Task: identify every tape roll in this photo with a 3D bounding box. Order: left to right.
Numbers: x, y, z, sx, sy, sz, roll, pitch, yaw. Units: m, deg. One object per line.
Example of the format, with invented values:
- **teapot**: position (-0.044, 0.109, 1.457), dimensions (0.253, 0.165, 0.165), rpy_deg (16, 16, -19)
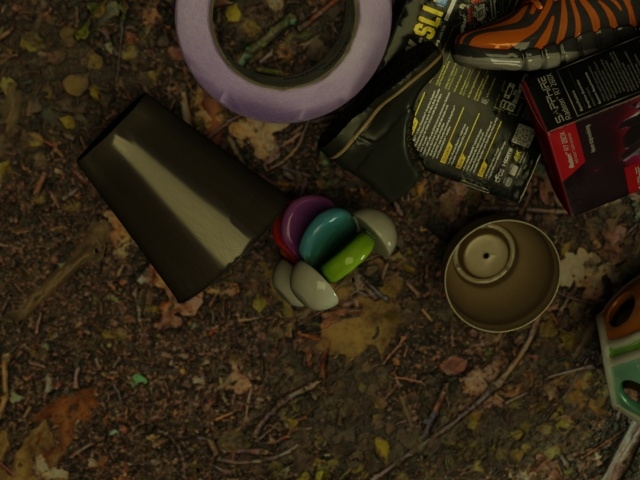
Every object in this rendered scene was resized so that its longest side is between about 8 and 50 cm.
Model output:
- **tape roll**: position (-0.050, -0.292, 1.610), dimensions (0.274, 0.090, 0.275), rpy_deg (-2, 107, -7)

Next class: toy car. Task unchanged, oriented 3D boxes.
- **toy car**: position (0.000, 0.000, 1.665), dimensions (0.159, 0.182, 0.136), rpy_deg (-41, 103, -13)

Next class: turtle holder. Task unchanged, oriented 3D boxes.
- **turtle holder**: position (0.517, 0.170, 1.783), dimensions (0.227, 0.243, 0.320), rpy_deg (-11, 149, 11)

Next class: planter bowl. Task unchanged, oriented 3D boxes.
- **planter bowl**: position (0.239, 0.034, 1.741), dimensions (0.162, 0.109, 0.162), rpy_deg (-2, 107, -7)

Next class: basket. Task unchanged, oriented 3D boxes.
- **basket**: position (-0.191, -0.068, 1.633), dimensions (0.204, 0.154, 0.227), rpy_deg (-42, 104, 5)

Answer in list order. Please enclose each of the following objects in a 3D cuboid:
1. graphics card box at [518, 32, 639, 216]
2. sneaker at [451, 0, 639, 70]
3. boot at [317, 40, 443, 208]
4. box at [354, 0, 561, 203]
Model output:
- **graphics card box**: position (0.453, -0.178, 1.574), dimensions (0.370, 0.094, 0.233), rpy_deg (-22, 149, 7)
- **sneaker**: position (0.307, -0.314, 1.568), dimensions (0.321, 0.124, 0.180), rpy_deg (-12, 105, -16)
- **boot**: position (0.112, -0.147, 1.614), dimensions (0.198, 0.077, 0.137), rpy_deg (-41, 113, 20)
- **box**: position (0.207, -0.239, 1.669), dimensions (0.257, 0.079, 0.322), rpy_deg (19, 104, -11)
